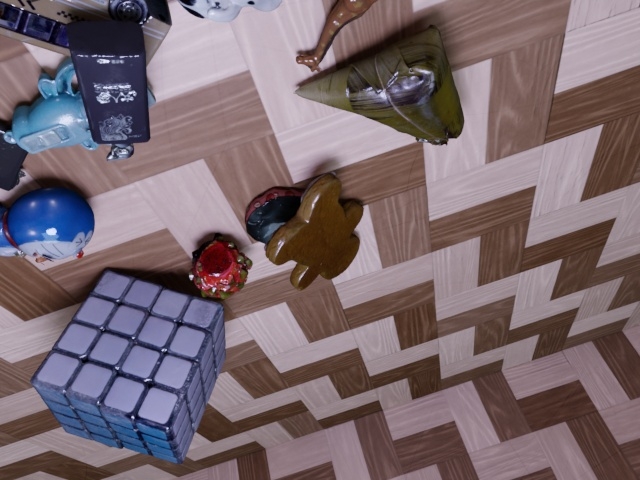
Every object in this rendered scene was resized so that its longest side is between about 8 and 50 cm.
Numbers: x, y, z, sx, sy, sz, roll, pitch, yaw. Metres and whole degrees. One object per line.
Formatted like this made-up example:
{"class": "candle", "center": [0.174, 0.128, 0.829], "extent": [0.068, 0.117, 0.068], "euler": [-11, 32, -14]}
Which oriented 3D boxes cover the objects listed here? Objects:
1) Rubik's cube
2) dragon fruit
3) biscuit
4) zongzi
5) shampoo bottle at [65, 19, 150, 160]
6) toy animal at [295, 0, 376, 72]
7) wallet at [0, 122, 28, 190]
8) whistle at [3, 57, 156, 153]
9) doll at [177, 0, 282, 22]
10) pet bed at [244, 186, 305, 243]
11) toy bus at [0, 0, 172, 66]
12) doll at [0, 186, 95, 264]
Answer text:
{"class": "Rubik's cube", "center": [-0.459, 0.332, 1.291], "extent": [0.338, 0.343, 0.344], "euler": [16, 142, 3]}
{"class": "dragon fruit", "center": [-0.259, 0.074, 1.304], "extent": [0.160, 0.166, 0.172], "euler": [7, 159, -6]}
{"class": "biscuit", "center": [-0.001, -0.001, 1.298], "extent": [0.283, 0.064, 0.432], "euler": [-52, 156, 0]}
{"class": "zongzi", "center": [0.135, -0.280, 1.051], "extent": [0.300, 0.145, 0.274], "euler": [-12, 151, 22]}
{"class": "shampoo bottle", "center": [-0.328, -0.221, 0.802], "extent": [0.098, 0.071, 0.309], "euler": [-11, 165, -20]}
{"class": "toy animal", "center": [0.041, -0.418, 0.874], "extent": [0.224, 0.066, 0.229], "euler": [-20, 147, 3]}
{"class": "wallet", "center": [-0.665, -0.182, 0.907], "extent": [0.250, 0.044, 0.149], "euler": [19, 125, -37]}
{"class": "whistle", "center": [-0.438, -0.229, 0.902], "extent": [0.274, 0.093, 0.186], "euler": [-19, 145, -3]}
{"class": "doll", "center": [-0.145, -0.406, 0.779], "extent": [0.181, 0.106, 0.110], "euler": [-17, 162, -2]}
{"class": "pet bed", "center": [-0.098, -0.056, 1.275], "extent": [0.201, 0.053, 0.201], "euler": [-12, 143, -9]}
{"class": "toy bus", "center": [-0.377, -0.354, 0.711], "extent": [0.290, 0.139, 0.157], "euler": [6, 142, -42]}
{"class": "doll", "center": [-0.606, -0.021, 1.034], "extent": [0.257, 0.161, 0.215], "euler": [-11, 171, 10]}
